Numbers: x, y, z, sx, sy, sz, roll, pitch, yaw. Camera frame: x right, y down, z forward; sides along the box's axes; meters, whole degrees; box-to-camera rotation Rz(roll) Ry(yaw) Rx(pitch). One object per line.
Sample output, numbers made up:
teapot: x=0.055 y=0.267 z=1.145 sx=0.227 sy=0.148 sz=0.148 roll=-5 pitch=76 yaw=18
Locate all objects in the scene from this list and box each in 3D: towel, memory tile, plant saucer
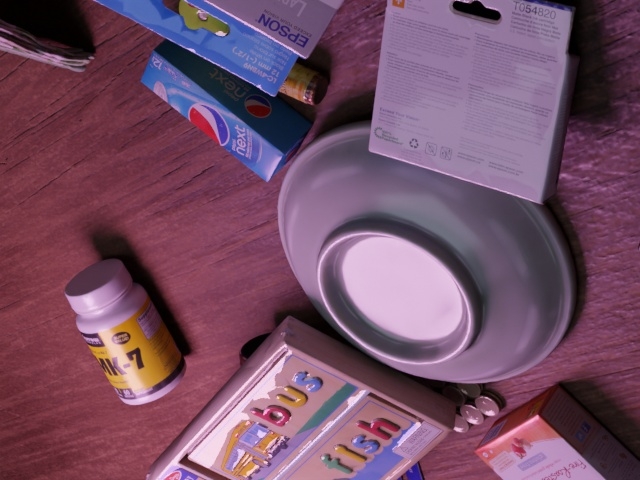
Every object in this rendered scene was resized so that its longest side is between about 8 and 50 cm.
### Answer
towel: x=-0.478 y=-0.288 z=1.870 sx=0.247 sy=0.325 sz=0.038 roll=17 pitch=92 yaw=29
memory tile: x=0.169 y=0.195 z=1.966 sx=0.148 sy=0.012 sz=0.113 roll=44 pitch=142 yaw=-2
plant saucer: x=0.109 y=0.044 z=1.774 sx=0.400 sy=0.100 sz=0.400 roll=18 pitch=135 yaw=20

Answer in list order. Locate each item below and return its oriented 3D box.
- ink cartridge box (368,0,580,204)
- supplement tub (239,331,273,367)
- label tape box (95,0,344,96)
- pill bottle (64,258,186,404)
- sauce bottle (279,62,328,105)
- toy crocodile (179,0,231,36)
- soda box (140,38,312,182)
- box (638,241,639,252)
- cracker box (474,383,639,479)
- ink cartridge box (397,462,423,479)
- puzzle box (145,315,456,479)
ink cartridge box: x=0.166 y=-0.175 z=1.572 sx=0.223 sy=0.045 sz=0.224 roll=20 pitch=119 yaw=25
supplement tub: x=-0.053 y=0.238 z=2.091 sx=0.106 sy=0.106 sz=0.198 roll=8 pitch=118 yaw=35
label tape box: x=-0.083 y=-0.313 z=1.496 sx=0.249 sy=0.115 sz=0.348 roll=28 pitch=123 yaw=-9
pill bottle: x=-0.301 y=0.139 z=2.228 sx=0.119 sy=0.119 sz=0.208 roll=-2 pitch=124 yaw=42
sauce bottle: x=-0.053 y=-0.203 z=1.753 sx=0.128 sy=0.042 sz=0.042 roll=24 pitch=139 yaw=22
toy crocodile: x=-0.118 y=-0.342 z=1.620 sx=0.105 sy=0.115 sz=0.341 roll=-3 pitch=126 yaw=35
soda box: x=-0.118 y=-0.173 z=1.813 sx=0.210 sy=0.071 sz=0.067 roll=38 pitch=142 yaw=4
box: x=0.518 y=-0.006 z=1.379 sx=0.381 sy=0.143 sz=0.191 roll=26 pitch=140 yaw=16
cracker box: x=0.336 y=0.311 z=1.890 sx=0.232 sy=0.067 sz=0.156 roll=43 pitch=142 yaw=-2
ink cartridge box: x=-0.008 y=0.356 z=2.234 sx=0.370 sy=0.069 sz=0.176 roll=7 pitch=129 yaw=33
puzzle box: x=-0.037 y=0.289 z=2.010 sx=0.272 sy=0.052 sz=0.409 roll=28 pitch=130 yaw=-15
